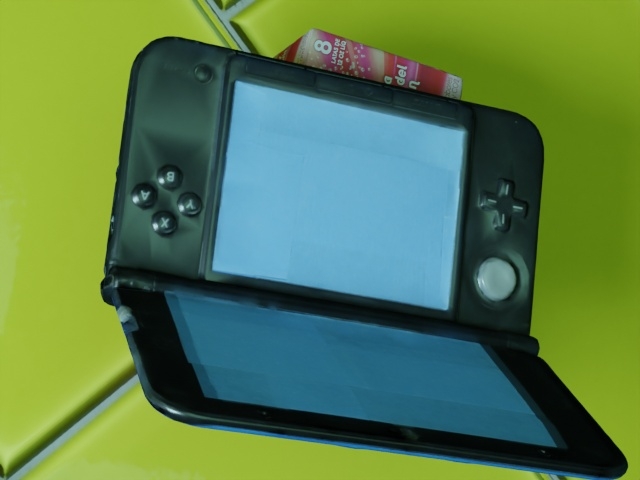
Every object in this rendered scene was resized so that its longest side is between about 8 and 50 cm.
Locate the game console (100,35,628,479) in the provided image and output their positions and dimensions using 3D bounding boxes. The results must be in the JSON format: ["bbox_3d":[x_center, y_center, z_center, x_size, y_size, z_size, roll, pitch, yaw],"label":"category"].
[{"bbox_3d":[0.032,0.005,0.952,0.293,0.173,0.250,10,78,-21],"label":"game console"}]

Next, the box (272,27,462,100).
[{"bbox_3d":[0.000,0.000,1.103,0.122,0.128,0.257,16,77,-19],"label":"box"}]
